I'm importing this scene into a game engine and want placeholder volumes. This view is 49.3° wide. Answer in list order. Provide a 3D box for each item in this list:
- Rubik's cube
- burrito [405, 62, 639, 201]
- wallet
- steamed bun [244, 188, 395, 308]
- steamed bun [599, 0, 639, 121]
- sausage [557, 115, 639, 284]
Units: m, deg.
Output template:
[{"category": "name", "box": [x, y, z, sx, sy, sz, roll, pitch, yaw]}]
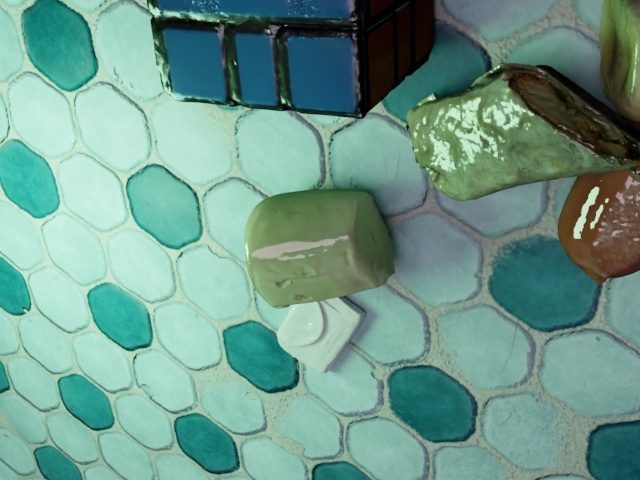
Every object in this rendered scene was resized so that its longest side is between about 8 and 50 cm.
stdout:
[{"category": "Rubik's cube", "box": [-0.026, -0.333, 0.858, 0.289, 0.293, 0.283, 10, 120, 25]}, {"category": "burrito", "box": [0.236, -0.136, 0.882, 0.175, 0.107, 0.348, 54, 155, -18]}, {"category": "wallet", "box": [-0.006, 0.161, 1.271, 0.124, 0.032, 0.182, 34, 125, 5]}, {"category": "steamed bun", "box": [0.000, 0.000, 1.122, 0.226, 0.170, 0.200, -6, 145, 13]}, {"category": "steamed bun", "box": [0.409, -0.222, 0.787, 0.156, 0.172, 0.140, -4, 125, 10]}, {"category": "sausage", "box": [0.392, -0.056, 0.885, 0.148, 0.148, 0.254, 24, 126, 15]}]
